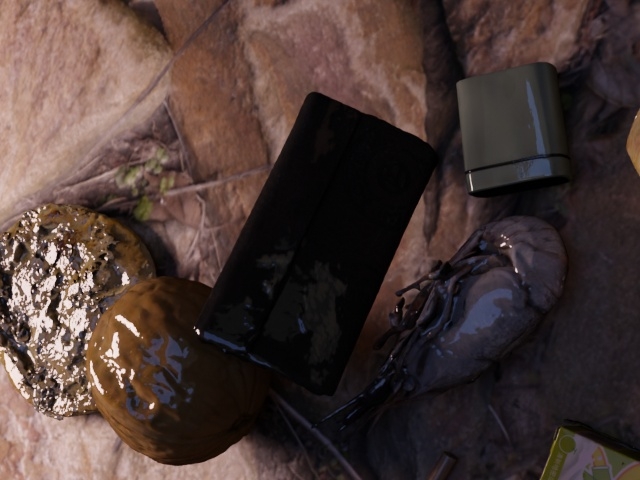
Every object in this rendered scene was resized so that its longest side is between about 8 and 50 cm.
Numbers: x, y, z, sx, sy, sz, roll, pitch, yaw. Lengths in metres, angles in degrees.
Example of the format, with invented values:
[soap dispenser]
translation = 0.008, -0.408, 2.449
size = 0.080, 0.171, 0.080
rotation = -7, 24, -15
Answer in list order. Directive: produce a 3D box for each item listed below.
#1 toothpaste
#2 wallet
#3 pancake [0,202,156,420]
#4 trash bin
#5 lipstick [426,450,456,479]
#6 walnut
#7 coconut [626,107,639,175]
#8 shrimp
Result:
[toothpaste]
translation = 0.373, 0.297, 1.360
size = 0.327, 0.077, 0.110
rotation = 23, 94, 26
[wallet]
translation = 0.000, 0.000, 1.500
size = 0.170, 0.044, 0.321
rotation = 26, 72, -4
[pancake]
translation = -0.327, 0.088, 1.738
size = 0.282, 0.049, 0.283
rotation = -3, 84, 25
[trash bin]
translation = 0.214, -0.121, 1.495
size = 0.116, 0.059, 0.130
rotation = -11, 78, 24
[lipstick]
translation = 0.124, 0.281, 1.515
size = 0.019, 0.019, 0.094
rotation = 32, 98, 25
[walnut]
translation = -0.170, 0.150, 1.567
size = 0.228, 0.228, 0.228
rotation = -3, 83, 26
[coconut]
translation = 0.420, -0.099, 1.305
size = 0.236, 0.237, 0.197
rotation = -32, 77, 19
[shrimp]
translation = 0.128, 0.100, 1.481
size = 0.343, 0.116, 0.145
rotation = -43, 68, 8
